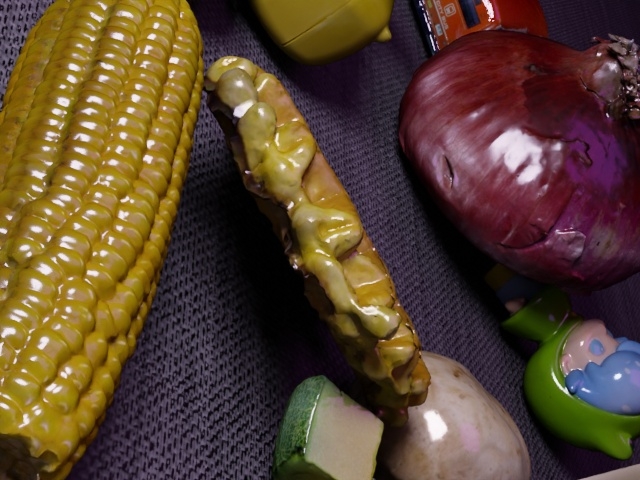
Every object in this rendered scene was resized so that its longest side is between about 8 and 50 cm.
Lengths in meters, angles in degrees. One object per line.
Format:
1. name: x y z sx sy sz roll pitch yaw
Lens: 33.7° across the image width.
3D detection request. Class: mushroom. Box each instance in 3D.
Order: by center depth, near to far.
1. mushroom: 0.089 0.165 0.849 0.166 0.127 0.166 50 9 -11

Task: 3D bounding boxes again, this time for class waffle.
1. waffle: 0.000 0.000 0.761 0.281 0.058 0.301 63 -1 0

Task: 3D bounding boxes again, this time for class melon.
1. melon: 0.032 0.188 0.739 0.209 0.118 0.064 42 48 -19

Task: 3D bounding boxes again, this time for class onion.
1. onion: 0.265 -0.116 1.167 0.347 0.285 0.347 24 39 -21

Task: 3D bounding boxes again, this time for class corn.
1. corn: -0.137 -0.025 0.595 0.120 0.120 0.363 45 38 -36

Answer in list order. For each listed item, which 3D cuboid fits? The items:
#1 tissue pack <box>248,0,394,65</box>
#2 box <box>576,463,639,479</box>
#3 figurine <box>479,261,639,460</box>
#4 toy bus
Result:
1. tissue pack: 0.006 -0.246 1.003 0.127 0.123 0.178 50 27 -26
2. box: 0.349 0.318 1.093 0.095 0.212 0.168 51 31 -26
3. figurine: 0.287 0.129 1.225 0.263 0.143 0.162 53 25 11
4. toy bus: 0.226 -0.300 1.442 0.265 0.120 0.121 -6 76 -61
